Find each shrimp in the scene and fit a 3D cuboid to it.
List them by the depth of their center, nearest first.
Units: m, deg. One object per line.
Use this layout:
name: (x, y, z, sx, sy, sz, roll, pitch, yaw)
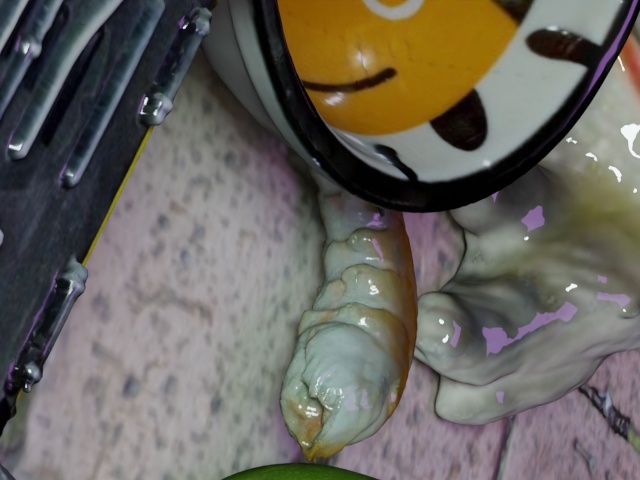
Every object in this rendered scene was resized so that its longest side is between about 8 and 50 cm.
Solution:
shrimp: (0.000, 0.000, 0.760, 0.166, 0.049, 0.161, 64, 31, -35)

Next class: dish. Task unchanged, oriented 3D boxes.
dish: (0.028, -0.161, 0.691, 0.303, 0.120, 0.303, -23, 121, -44)

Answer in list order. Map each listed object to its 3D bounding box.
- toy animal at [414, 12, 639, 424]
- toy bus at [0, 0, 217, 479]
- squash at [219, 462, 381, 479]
toy animal: (0.178, -0.040, 0.961, 0.308, 0.188, 0.266, -52, 146, -49)
toy bus: (-0.119, -0.051, 0.453, 0.330, 0.152, 0.144, -67, 152, -24)
squash: (0.027, 0.157, 0.817, 0.292, 0.082, 0.082, 35, 66, -57)
